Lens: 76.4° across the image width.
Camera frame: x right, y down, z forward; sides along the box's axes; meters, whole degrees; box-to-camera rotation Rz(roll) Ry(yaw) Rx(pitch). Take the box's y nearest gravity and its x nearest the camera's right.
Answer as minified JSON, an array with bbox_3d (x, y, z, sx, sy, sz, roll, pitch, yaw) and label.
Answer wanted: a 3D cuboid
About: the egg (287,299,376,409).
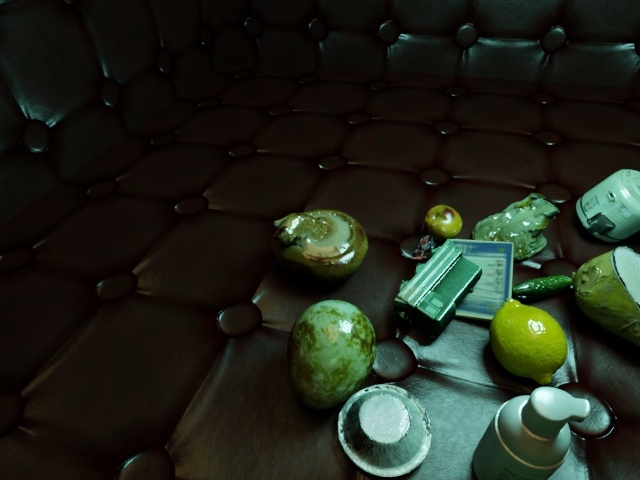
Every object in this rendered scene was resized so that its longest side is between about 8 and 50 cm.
[{"bbox_3d":[0.026,0.303,1.093,0.238,0.238,0.289,11,67,16],"label":"egg"}]

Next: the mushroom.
[{"bbox_3d":[0.000,0.000,1.405,0.345,0.259,0.345,-2,43,2],"label":"mushroom"}]

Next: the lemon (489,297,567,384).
[{"bbox_3d":[0.565,0.273,1.116,0.187,0.187,0.244,-9,52,-5],"label":"lemon"}]

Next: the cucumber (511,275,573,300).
[{"bbox_3d":[0.727,0.153,1.324,0.227,0.069,0.069,-9,42,-9],"label":"cucumber"}]

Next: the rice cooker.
[{"bbox_3d":[1.073,-0.115,1.469,0.226,0.244,0.226,9,60,-16],"label":"rice cooker"}]

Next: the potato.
[{"bbox_3d":[0.885,0.185,1.201,0.246,0.196,0.299,-16,70,-32],"label":"potato"}]

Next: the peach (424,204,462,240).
[{"bbox_3d":[0.468,-0.064,1.541,0.138,0.138,0.138,-2,42,2],"label":"peach"}]

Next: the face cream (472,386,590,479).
[{"bbox_3d":[0.427,0.406,0.841,0.145,0.369,0.145,-2,41,1],"label":"face cream"}]

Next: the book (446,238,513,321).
[{"bbox_3d":[0.516,0.123,1.358,0.228,0.018,0.322,4,50,25],"label":"book"}]

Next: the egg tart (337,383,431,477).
[{"bbox_3d":[0.157,0.459,1.012,0.234,0.094,0.234,-4,42,4],"label":"egg tart"}]

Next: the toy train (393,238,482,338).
[{"bbox_3d":[0.374,0.153,1.284,0.178,0.138,0.330,34,63,31],"label":"toy train"}]

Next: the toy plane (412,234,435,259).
[{"bbox_3d":[0.385,0.023,1.512,0.060,0.037,0.145,-2,40,36],"label":"toy plane"}]

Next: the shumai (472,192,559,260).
[{"bbox_3d":[0.695,-0.065,1.469,0.272,0.203,0.222,-18,43,-10],"label":"shumai"}]
